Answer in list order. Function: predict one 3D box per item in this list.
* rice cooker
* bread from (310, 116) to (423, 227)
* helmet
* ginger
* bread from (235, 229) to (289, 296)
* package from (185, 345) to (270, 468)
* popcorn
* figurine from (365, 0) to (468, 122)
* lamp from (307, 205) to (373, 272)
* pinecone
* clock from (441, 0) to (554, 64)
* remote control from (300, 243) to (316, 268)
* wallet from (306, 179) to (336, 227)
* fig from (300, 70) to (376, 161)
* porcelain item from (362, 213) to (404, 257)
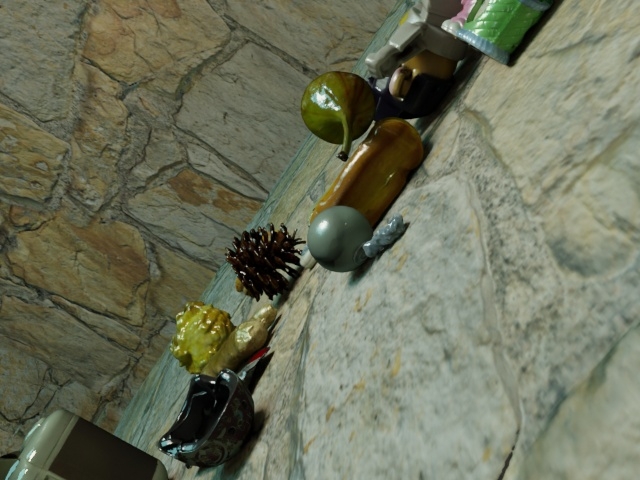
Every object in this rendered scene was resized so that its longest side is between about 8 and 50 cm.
[{"bbox_3d":[-0.507,0.527,1.452,0.335,0.325,0.335,-55,10,14],"label":"rice cooker"},{"bbox_3d":[0.076,-0.091,1.204,0.245,0.102,0.094,-53,5,16],"label":"bread"},{"bbox_3d":[-0.164,0.296,1.164,0.177,0.107,0.153,-15,37,47],"label":"helmet"},{"bbox_3d":[-0.184,0.238,1.536,0.299,0.065,0.118,-47,1,41],"label":"ginger"},{"bbox_3d":[-0.160,0.054,1.988,0.200,0.077,0.116,-64,4,-37],"label":"bread"},{"bbox_3d":[-0.168,0.306,1.345,0.154,0.030,0.239,-44,17,58],"label":"package"},{"bbox_3d":[-0.301,0.247,1.842,0.197,0.156,0.197,-46,26,31],"label":"popcorn"},{"bbox_3d":[0.177,-0.326,1.258,0.143,0.308,0.308,46,108,35],"label":"figurine"},{"bbox_3d":[0.031,-0.002,1.119,0.105,0.105,0.105,-55,10,15],"label":"lamp"},{"bbox_3d":[-0.106,0.037,1.556,0.165,0.163,0.163,-35,13,6],"label":"pinecone"},{"bbox_3d":[0.278,-0.362,1.060,0.195,0.100,0.194,-58,13,15],"label":"clock"},{"bbox_3d":[0.000,0.000,1.473,0.122,0.032,0.074,-54,11,26],"label":"remote control"},{"bbox_3d":[0.018,-0.072,1.572,0.110,0.039,0.155,-44,12,11],"label":"wallet"},{"bbox_3d":[0.030,-0.191,1.146,0.124,0.124,0.236,-54,17,23],"label":"fig"},{"bbox_3d":[0.094,-0.008,1.051,0.083,0.028,0.036,-49,11,37],"label":"porcelain item"}]
